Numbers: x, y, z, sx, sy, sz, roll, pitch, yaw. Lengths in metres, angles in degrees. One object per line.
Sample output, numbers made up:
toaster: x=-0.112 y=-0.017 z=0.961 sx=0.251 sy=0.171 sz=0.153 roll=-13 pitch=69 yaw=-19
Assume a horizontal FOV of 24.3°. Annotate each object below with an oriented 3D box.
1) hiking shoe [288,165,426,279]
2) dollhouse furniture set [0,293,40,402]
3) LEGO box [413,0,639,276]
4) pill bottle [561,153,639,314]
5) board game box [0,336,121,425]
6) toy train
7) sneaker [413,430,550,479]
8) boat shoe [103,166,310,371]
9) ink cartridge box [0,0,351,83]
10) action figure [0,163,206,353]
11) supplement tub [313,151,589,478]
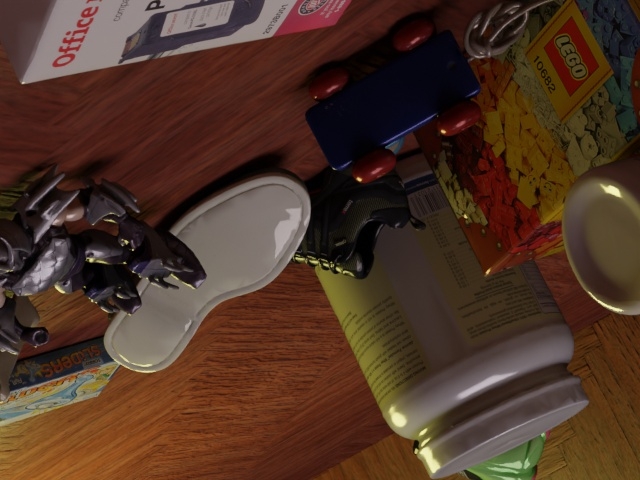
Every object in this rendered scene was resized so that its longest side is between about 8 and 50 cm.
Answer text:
hiking shoe: x=0.000 y=0.000 z=1.603 sx=0.227 sy=0.114 sz=0.086 roll=-33 pitch=162 yaw=24
dollhouse furniture set: x=-0.406 y=0.137 z=1.400 sx=0.197 sy=0.151 sz=0.301 roll=-33 pitch=-158 yaw=20
LEGO box: x=0.397 y=-0.181 z=1.486 sx=0.500 sy=0.193 sz=0.372 roll=-17 pitch=162 yaw=-28
pill bottle: x=0.336 y=-0.024 z=1.301 sx=0.229 sy=0.131 sz=0.131 roll=-15 pitch=161 yaw=-30
board game box: x=-0.344 y=0.176 z=1.785 sx=0.201 sy=0.035 sz=0.136 roll=-16 pitch=162 yaw=-31
toy train: x=0.117 y=-0.146 z=1.361 sx=0.248 sy=0.105 sz=0.143 roll=-29 pitch=174 yaw=12
sneaker: x=0.171 y=0.146 z=1.980 sx=0.202 sy=0.483 sz=0.185 roll=12 pitch=112 yaw=-11
boat shoe: x=-0.120 y=0.015 z=1.565 sx=0.319 sy=0.116 sz=0.099 roll=-45 pitch=-161 yaw=34
ink cartridge box: x=-0.075 y=-0.195 z=0.895 sx=0.237 sy=0.100 sz=0.172 roll=-16 pitch=161 yaw=-31
action figure: x=-0.221 y=0.019 z=1.346 sx=0.185 sy=0.099 sz=0.285 roll=-38 pitch=164 yaw=16
supplement tub: x=0.145 y=0.084 z=1.704 sx=0.235 sy=0.324 sz=0.235 roll=-23 pitch=164 yaw=-7
